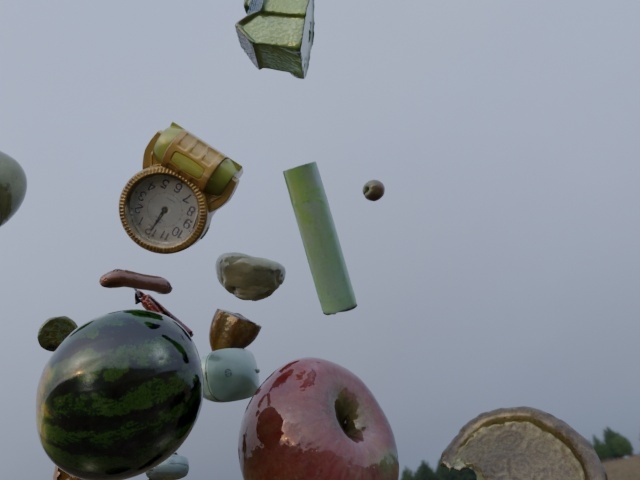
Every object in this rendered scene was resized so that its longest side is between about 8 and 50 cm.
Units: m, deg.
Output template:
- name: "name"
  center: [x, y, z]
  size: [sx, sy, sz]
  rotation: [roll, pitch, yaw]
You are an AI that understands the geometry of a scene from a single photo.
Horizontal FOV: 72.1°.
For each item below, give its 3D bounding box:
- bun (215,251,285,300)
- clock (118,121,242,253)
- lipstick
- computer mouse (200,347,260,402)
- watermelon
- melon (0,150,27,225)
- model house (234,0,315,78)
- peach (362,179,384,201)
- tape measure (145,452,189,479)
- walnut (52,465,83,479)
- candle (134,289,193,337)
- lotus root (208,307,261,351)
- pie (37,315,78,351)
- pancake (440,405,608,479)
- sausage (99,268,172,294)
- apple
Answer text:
- name: "bun"
  center: [-0.214, 0.114, 1.324]
  size: [0.231, 0.133, 0.231]
  rotation: [10, -11, 2]
- name: "clock"
  center: [-0.375, -0.119, 1.171]
  size: [0.244, 0.317, 0.200]
  rotation: [32, 2, -3]
- name: "lipstick"
  center: [0.000, 0.000, 0.868]
  size: [0.076, 0.304, 0.076]
  rotation: [-16, 8, 2]
- name: "computer mouse"
  center: [-0.263, 0.410, 1.358]
  size: [0.097, 0.159, 0.288]
  rotation: [-24, -22, 24]
- name: "watermelon"
  center: [-0.314, 0.242, 0.709]
  size: [0.269, 0.269, 0.269]
  rotation: [-9, -32, -5]
- name: "melon"
  center: [-1.177, -0.164, 1.493]
  size: [0.268, 0.330, 0.268]
  rotation: [18, -23, 8]
- name: "model house"
  center: [-0.117, -0.571, 1.178]
  size: [0.189, 0.214, 0.195]
  rotation: [9, -5, 1]
- name: "peach"
  center: [0.196, -0.182, 1.603]
  size: [0.083, 0.083, 0.083]
  rotation: [-9, -32, -5]
- name: "tape measure"
  center: [-0.543, 0.764, 1.508]
  size: [0.164, 0.084, 0.330]
  rotation: [-4, -35, -13]
- name: "walnut"
  center: [-0.547, 0.524, 1.064]
  size: [0.211, 0.167, 0.087]
  rotation: [-36, -36, 20]
- name: "candle"
  center: [-0.618, 0.290, 1.715]
  size: [0.084, 0.302, 0.059]
  rotation: [-44, 1, 6]
- name: "lotus root"
  center: [-0.349, 0.381, 1.764]
  size: [0.199, 0.180, 0.188]
  rotation: [17, -13, 14]
- name: "pie"
  center: [-0.576, 0.203, 0.965]
  size: [0.017, 0.085, 0.085]
  rotation: [15, -14, 37]
- name: "pancake"
  center: [0.319, 0.400, 0.729]
  size: [0.286, 0.288, 0.033]
  rotation: [-8, -57, 48]
- name: "sausage"
  center: [-0.385, 0.089, 0.936]
  size: [0.043, 0.043, 0.186]
  rotation: [-22, -19, 16]
- name: "apple"
  center: [-0.011, 0.424, 0.889]
  size: [0.344, 0.345, 0.269]
  rotation: [18, -55, -39]
